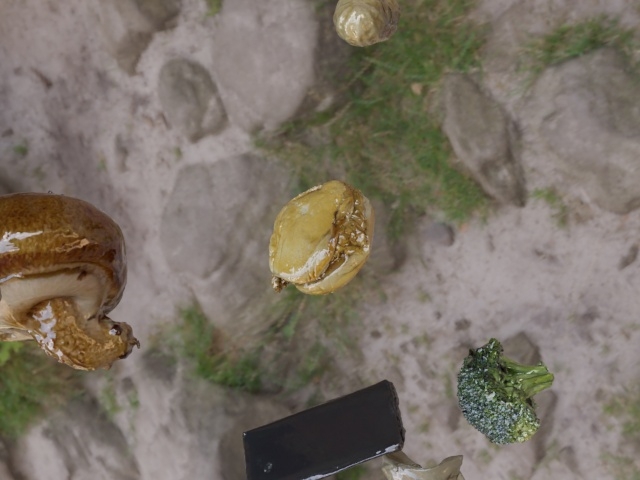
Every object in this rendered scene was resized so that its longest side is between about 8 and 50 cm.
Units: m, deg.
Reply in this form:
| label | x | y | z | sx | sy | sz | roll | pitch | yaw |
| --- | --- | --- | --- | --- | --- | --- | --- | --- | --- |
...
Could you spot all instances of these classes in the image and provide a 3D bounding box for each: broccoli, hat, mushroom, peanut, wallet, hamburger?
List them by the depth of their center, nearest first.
| label | x | y | z | sx | sy | sz | roll | pitch | yaw |
| --- | --- | --- | --- | --- | --- | --- | --- | --- | --- |
| hamburger | 0.000 | 0.000 | 1.252 | 0.147 | 0.138 | 0.083 | -25 | 130 | 38 |
| peanut | 0.073 | -0.350 | 1.555 | 0.083 | 0.194 | 0.093 | -25 | 99 | 22 |
| mushroom | -0.442 | 0.073 | 1.595 | 0.345 | 0.345 | 0.260 | -53 | 50 | 49 |
| wallet | 0.000 | 0.329 | 1.641 | 0.146 | 0.285 | 0.030 | -100 | -17 | -47 |
| hat | 0.187 | 0.464 | 1.825 | 0.166 | 0.144 | 0.173 | -3 | 99 | 46 |
| broccoli | 0.339 | 0.280 | 1.850 | 0.198 | 0.176 | 0.226 | 62 | 153 | 6 |
